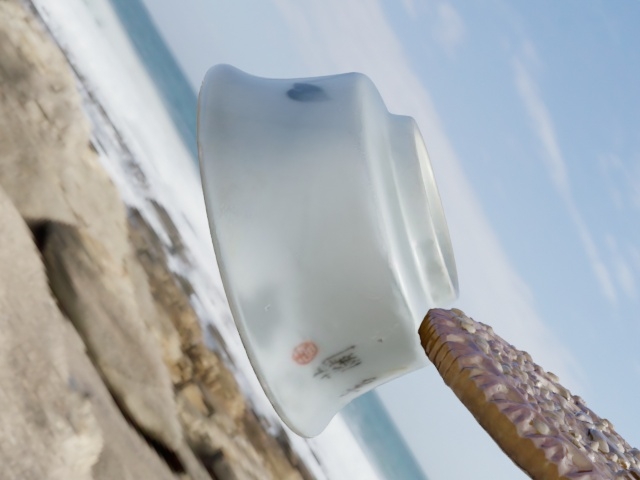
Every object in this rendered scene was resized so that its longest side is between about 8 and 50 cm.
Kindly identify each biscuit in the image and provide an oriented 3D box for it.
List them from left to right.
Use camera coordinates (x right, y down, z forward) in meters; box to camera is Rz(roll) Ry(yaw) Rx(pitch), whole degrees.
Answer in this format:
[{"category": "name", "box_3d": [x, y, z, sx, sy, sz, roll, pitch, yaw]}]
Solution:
[{"category": "biscuit", "box_3d": [0.186, 0.147, 0.734, 0.305, 0.038, 0.305, 40, 8, -7]}]

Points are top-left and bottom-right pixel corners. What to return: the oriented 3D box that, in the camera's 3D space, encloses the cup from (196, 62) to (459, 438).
[{"category": "cup", "box_3d": [0.027, -0.011, 0.976, 0.347, 0.163, 0.347, -15, 90, -80]}]
